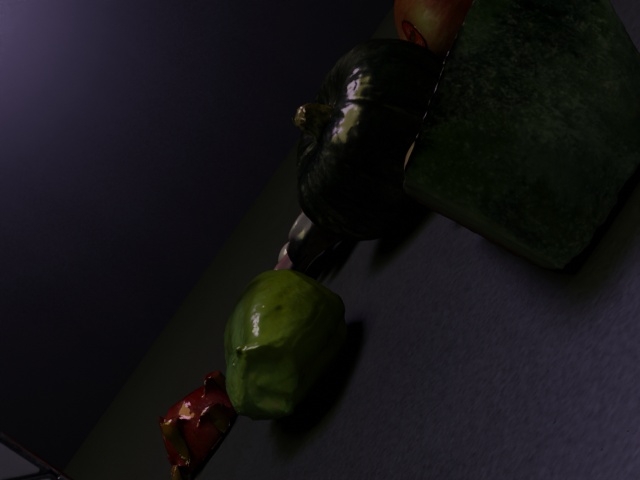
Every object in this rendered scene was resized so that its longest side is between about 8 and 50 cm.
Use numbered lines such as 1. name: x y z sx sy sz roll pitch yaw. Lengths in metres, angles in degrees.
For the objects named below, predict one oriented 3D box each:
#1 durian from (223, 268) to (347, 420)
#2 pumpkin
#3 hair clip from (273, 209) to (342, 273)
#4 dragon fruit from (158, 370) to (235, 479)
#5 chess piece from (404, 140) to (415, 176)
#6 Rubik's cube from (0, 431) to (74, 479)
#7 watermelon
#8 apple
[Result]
1. durian: -0.042 0.093 1.147 0.139 0.101 0.250 -55 7 0
2. pumpkin: 0.048 -0.101 1.262 0.211 0.152 0.211 -59 5 8
3. hair clip: -0.007 -0.003 1.519 0.146 0.075 0.257 -64 7 -32
4. dragon fruit: -0.143 0.202 1.431 0.126 0.068 0.112 -53 7 -1
5. chess piece: 0.124 -0.096 1.021 0.170 0.094 0.094 -53 7 37
6. Rubik's cube: -0.443 0.412 1.832 0.205 0.207 0.205 -55 9 -14
7. watermelon: 0.125 -0.075 0.844 0.193 0.140 0.256 -60 -1 -10
8. apple: 0.147 -0.236 1.320 0.146 0.146 0.131 -60 0 -38
